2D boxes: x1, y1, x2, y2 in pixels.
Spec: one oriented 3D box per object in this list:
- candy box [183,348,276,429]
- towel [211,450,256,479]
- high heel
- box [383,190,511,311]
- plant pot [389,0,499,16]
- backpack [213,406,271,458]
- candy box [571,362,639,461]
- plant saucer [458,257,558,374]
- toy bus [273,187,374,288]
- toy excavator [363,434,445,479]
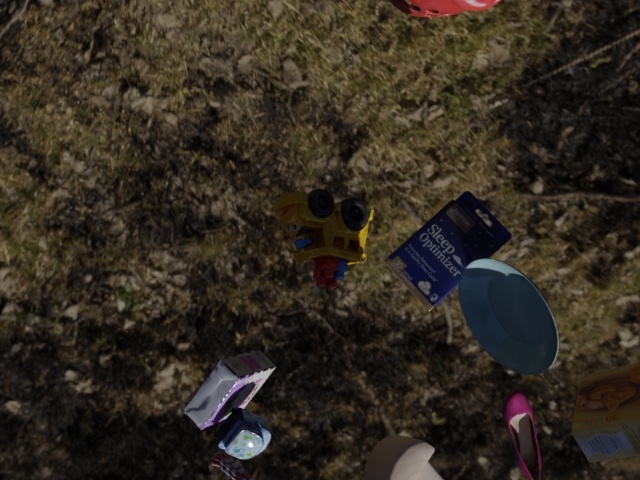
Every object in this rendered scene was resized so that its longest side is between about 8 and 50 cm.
[{"bbox_3d":[-0.218,0.360,1.659,0.164,0.070,0.196,-54,161,13],"label":"candy box"},{"bbox_3d":[-0.098,0.442,1.159,0.029,0.197,0.144,-48,155,-17],"label":"towel"},{"bbox_3d":[0.531,0.510,1.762,0.082,0.117,0.244,-10,114,-3],"label":"high heel"},{"bbox_3d":[0.254,0.017,1.348,0.225,0.136,0.036,-42,167,4],"label":"box"},{"bbox_3d":[0.212,-0.452,1.076,0.191,0.174,0.191,-12,114,-29],"label":"plant pot"},{"bbox_3d":[-0.177,0.467,1.609,0.114,0.084,0.105,28,107,-31],"label":"backpack"},{"bbox_3d":[0.661,0.313,1.307,0.317,0.183,0.087,-23,106,35],"label":"candy box"},{"bbox_3d":[0.292,0.110,1.031,0.037,0.195,0.194,-25,130,-28],"label":"plant saucer"},{"bbox_3d":[0.000,0.000,1.577,0.220,0.149,0.211,14,76,-33],"label":"toy bus"},{"bbox_3d":[0.226,0.624,1.247,0.433,0.222,0.445,25,70,-27],"label":"toy excavator"}]
